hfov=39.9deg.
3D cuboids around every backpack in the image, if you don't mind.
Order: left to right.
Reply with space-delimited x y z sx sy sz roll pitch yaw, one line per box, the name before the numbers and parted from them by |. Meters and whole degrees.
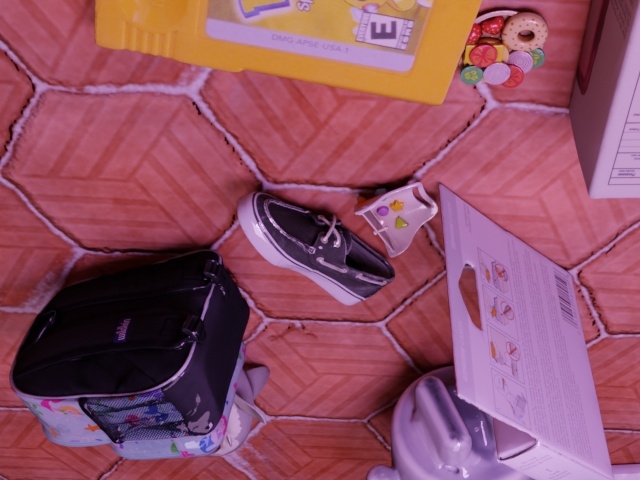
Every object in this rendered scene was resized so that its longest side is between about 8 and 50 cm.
backpack | -0.217 0.137 1.025 0.253 0.225 0.191 -7 129 14

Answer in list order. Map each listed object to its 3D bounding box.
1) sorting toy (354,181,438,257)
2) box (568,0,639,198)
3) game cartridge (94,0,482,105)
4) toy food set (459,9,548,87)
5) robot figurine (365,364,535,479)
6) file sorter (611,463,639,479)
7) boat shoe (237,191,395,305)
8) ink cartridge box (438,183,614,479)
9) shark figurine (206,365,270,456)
sorting toy | 0.087 -0.033 0.964 0.075 0.045 0.083 -26 132 18
box | 0.310 -0.159 0.747 0.148 0.127 0.232 -1 139 2
game cartridge | -0.016 -0.249 0.711 0.323 0.053 0.285 7 138 -8
toy food set | 0.166 -0.175 0.813 0.083 0.020 0.083 -1 139 2
robot figurine | 0.197 0.313 1.231 0.299 0.200 0.354 -15 139 -6
file sorter | 0.481 0.518 1.480 0.192 0.173 0.278 -4 139 7
boat shoe | 0.000 0.000 0.981 0.070 0.078 0.219 -27 139 30
ink cartridge box | 0.197 0.104 0.938 0.238 0.275 0.060 30 131 -28
shark figurine | -0.117 0.226 1.226 0.166 0.116 0.278 27 135 22
